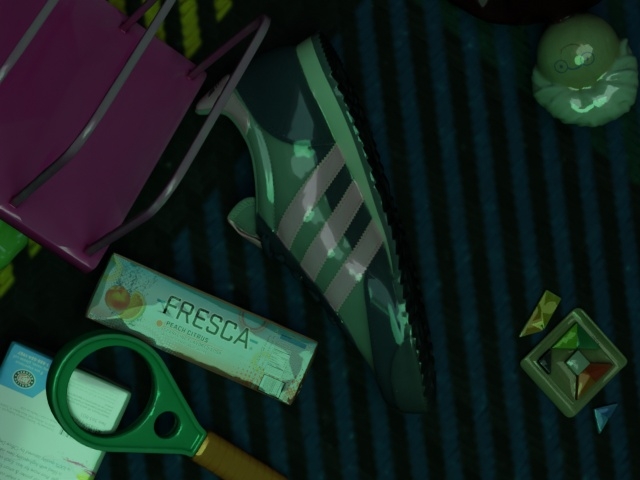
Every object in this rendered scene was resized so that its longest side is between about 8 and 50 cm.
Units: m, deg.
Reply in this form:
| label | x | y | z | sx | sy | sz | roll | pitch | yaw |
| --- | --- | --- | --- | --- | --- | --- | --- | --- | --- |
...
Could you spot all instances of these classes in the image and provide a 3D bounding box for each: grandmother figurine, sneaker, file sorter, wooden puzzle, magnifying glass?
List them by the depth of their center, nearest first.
| label | x | y | z | sx | sy | sz | roll | pitch | yaw |
| --- | --- | --- | --- | --- | --- | --- | --- | --- | --- |
| file sorter | -0.213 | -0.153 | 1.032 | 0.290 | 0.182 | 0.202 | 35 | 63 | -16 |
| magnifying glass | -0.116 | 0.150 | 1.133 | 0.231 | 0.026 | 0.092 | 37 | 80 | -29 |
| grandmother figurine | 0.171 | -0.253 | 1.160 | 0.207 | 0.104 | 0.342 | -15 | 101 | 36 |
| sneaker | 0.000 | 0.000 | 1.164 | 0.131 | 0.112 | 0.319 | -19 | 89 | 10 |
| wooden puzzle | 0.217 | 0.104 | 1.223 | 0.116 | 0.014 | 0.078 | 41 | 85 | -5 |

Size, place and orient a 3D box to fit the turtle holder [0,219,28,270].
| label | x | y | z | sx | sy | sz | roll | pitch | yaw |
| --- | --- | --- | --- | --- | --- | --- | --- | --- | --- |
| turtle holder | -0.379 | 0.087 | 1.061 | 0.243 | 0.320 | 0.227 | -32 | 113 | 36 |

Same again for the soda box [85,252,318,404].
| label | x | y | z | sx | sy | sz | roll | pitch | yaw |
| --- | --- | --- | --- | --- | --- | --- | --- | --- | --- |
| soda box | -0.096 | 0.071 | 1.159 | 0.183 | 0.063 | 0.058 | 25 | 86 | -7 |

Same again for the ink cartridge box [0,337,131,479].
| label | x | y | z | sx | sy | sz | roll | pitch | yaw |
| --- | --- | --- | --- | --- | --- | --- | --- | --- | --- |
| ink cartridge box | -0.235 | 0.181 | 1.141 | 0.104 | 0.061 | 0.181 | 25 | 86 | -7 |
